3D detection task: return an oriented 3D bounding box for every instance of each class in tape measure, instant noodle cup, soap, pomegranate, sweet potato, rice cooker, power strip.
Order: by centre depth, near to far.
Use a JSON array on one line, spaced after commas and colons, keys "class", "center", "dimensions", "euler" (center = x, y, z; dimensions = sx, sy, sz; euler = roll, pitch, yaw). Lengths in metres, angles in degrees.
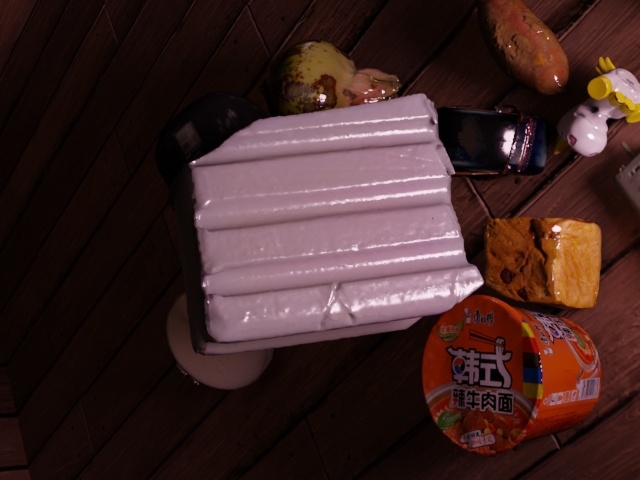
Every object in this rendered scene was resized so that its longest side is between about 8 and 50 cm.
[{"class": "power strip", "center": [0.525, -0.053, 1.516], "dimensions": [0.092, 0.034, 0.268], "euler": [-51, 50, 35]}, {"class": "soap", "center": [-0.007, -0.015, 1.602], "dimensions": [0.213, 0.435, 0.350], "euler": [135, 125, -71]}, {"class": "instant noodle cup", "center": [0.316, 0.216, 1.617], "dimensions": [0.250, 0.192, 0.250], "euler": [-8, 80, 50]}, {"class": "tape measure", "center": [0.279, -0.168, 1.699], "dimensions": [0.223, 0.202, 0.135], "euler": [9, 96, 56]}, {"class": "sweet potato", "center": [0.322, -0.387, 1.750], "dimensions": [0.109, 0.109, 0.385], "euler": [-49, 50, 36]}, {"class": "rice cooker", "center": [-0.190, -0.151, 1.981], "dimensions": [0.267, 0.267, 0.224], "euler": [-55, 53, 32]}, {"class": "pomegranate", "center": [0.015, -0.308, 2.034], "dimensions": [0.276, 0.204, 0.222], "euler": [-11, 58, 45]}]

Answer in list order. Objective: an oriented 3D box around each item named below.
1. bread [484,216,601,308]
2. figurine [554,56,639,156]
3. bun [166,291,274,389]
[{"class": "bread", "center": [0.361, 0.035, 1.615], "dimensions": [0.149, 0.158, 0.143], "euler": [-3, 79, 52]}, {"class": "figurine", "center": [0.437, -0.198, 1.610], "dimensions": [0.178, 0.109, 0.129], "euler": [-57, 20, 30]}, {"class": "bun", "center": [-0.206, 0.194, 2.293], "dimensions": [0.263, 0.175, 0.263], "euler": [8, 114, 19]}]
